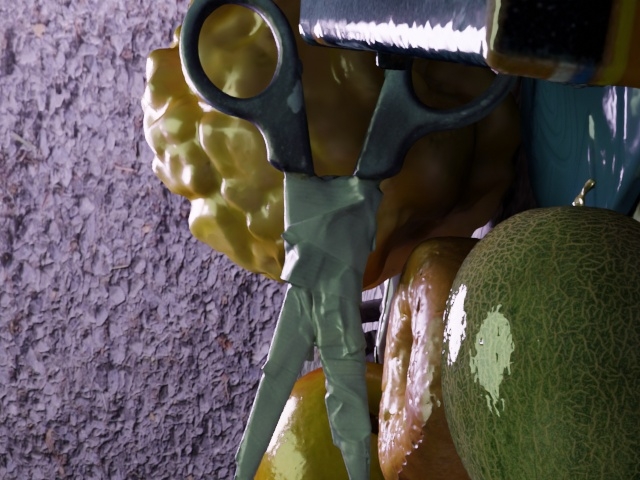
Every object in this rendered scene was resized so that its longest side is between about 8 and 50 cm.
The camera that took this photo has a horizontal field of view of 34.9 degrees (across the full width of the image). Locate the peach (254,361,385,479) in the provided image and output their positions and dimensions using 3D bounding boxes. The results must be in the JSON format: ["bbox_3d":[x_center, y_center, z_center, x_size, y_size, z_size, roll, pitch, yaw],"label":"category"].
[{"bbox_3d":[0.040,0.230,0.970,0.231,0.231,0.230,-174,90,-85],"label":"peach"}]

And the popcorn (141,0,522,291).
[{"bbox_3d":[0.023,-0.134,0.903,0.349,0.349,0.381,-91,16,-50],"label":"popcorn"}]

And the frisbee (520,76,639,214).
[{"bbox_3d":[0.179,-0.142,0.716,0.289,0.049,0.289,-174,90,-85],"label":"frisbee"}]

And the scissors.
[{"bbox_3d":[0.000,0.000,0.738,0.029,0.256,0.383,26,-109,-79],"label":"scissors"}]

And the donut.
[{"bbox_3d":[0.114,0.104,0.805,0.226,0.114,0.226,-173,90,-86],"label":"donut"}]

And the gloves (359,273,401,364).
[{"bbox_3d":[0.089,0.057,1.129,0.142,0.119,0.285,-72,4,-78],"label":"gloves"}]

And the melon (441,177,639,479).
[{"bbox_3d":[0.132,0.060,0.534,0.139,0.139,0.192,123,153,-78],"label":"melon"}]

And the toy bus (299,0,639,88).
[{"bbox_3d":[0.112,-0.156,0.514,0.323,0.194,0.161,-140,55,-69],"label":"toy bus"}]
